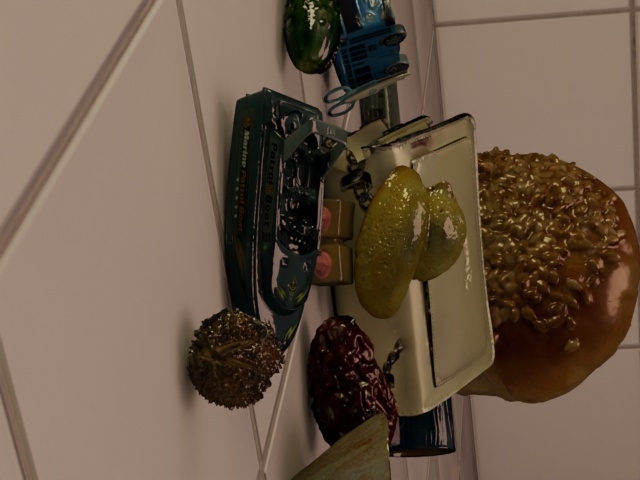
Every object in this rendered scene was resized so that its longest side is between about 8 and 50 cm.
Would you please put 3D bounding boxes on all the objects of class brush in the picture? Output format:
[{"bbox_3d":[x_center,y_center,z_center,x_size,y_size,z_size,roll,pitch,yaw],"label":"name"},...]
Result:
[{"bbox_3d":[0.000,0.000,1.704,0.233,0.047,0.103,13,77,-80],"label":"brush"}]

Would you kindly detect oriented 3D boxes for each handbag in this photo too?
[{"bbox_3d":[0.104,0.028,1.963,0.236,0.160,0.359,-29,116,-60],"label":"handbag"}]

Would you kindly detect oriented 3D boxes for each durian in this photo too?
[{"bbox_3d":[-0.064,0.097,1.177,0.091,0.080,0.080,47,35,-43],"label":"durian"}]

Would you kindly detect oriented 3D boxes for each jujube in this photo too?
[{"bbox_3d":[0.034,0.167,1.710,0.104,0.104,0.166,-2,80,-81],"label":"jujube"}]

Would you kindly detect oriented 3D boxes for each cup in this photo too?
[{"bbox_3d":[0.148,0.258,2.328,0.150,0.113,0.138,62,25,-73],"label":"cup"}]

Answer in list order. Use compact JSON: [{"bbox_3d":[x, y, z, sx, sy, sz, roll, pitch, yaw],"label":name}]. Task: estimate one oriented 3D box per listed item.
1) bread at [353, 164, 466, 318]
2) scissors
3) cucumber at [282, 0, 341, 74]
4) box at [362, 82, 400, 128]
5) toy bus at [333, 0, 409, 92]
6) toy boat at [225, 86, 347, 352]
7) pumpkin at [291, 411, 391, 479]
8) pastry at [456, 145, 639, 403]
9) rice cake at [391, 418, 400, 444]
[{"bbox_3d":[0.117,0.012,1.821,0.149,0.065,0.188,25,83,-37],"label":"bread"},{"bbox_3d":[0.061,-0.196,1.956,0.058,0.119,0.014,74,-7,-58],"label":"scissors"},{"bbox_3d":[-0.010,-0.277,1.700,0.069,0.069,0.227,75,11,-53],"label":"cucumber"},{"bbox_3d":[0.091,-0.267,2.368,0.211,0.045,0.270,-61,147,-73],"label":"box"},{"bbox_3d":[0.052,-0.267,1.925,0.185,0.106,0.090,69,6,-70],"label":"toy bus"},{"bbox_3d":[-0.035,-0.017,1.345,0.093,0.103,0.246,16,75,-55],"label":"toy boat"},{"bbox_3d":[0.015,0.291,1.570,0.217,0.110,0.217,178,-90,-87],"label":"pumpkin"},{"bbox_3d":[0.273,0.045,2.229,0.245,0.409,0.410,51,36,-60],"label":"pastry"},{"bbox_3d":[0.081,0.151,2.145,0.106,0.050,0.298,25,62,-79],"label":"rice cake"}]
